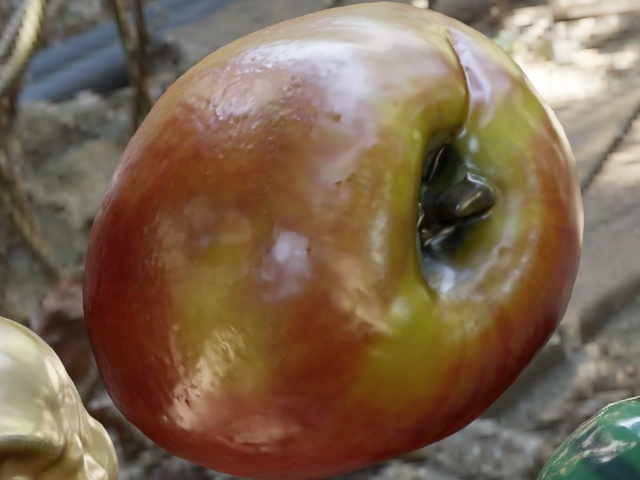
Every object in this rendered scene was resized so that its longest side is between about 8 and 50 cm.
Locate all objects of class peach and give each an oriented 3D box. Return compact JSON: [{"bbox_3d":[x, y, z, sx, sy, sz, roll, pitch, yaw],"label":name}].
[{"bbox_3d":[0.000,0.000,1.070,0.238,0.281,0.281,27,12,-27],"label":"peach"}]

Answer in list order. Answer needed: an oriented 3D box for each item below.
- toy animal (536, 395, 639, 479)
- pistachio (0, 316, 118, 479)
[{"bbox_3d":[0.160,0.228,1.201,0.338,0.216,0.191,-50,38,5],"label":"toy animal"},{"bbox_3d":[-0.253,0.162,1.153,0.321,0.229,0.238,-15,-6,-45],"label":"pistachio"}]
